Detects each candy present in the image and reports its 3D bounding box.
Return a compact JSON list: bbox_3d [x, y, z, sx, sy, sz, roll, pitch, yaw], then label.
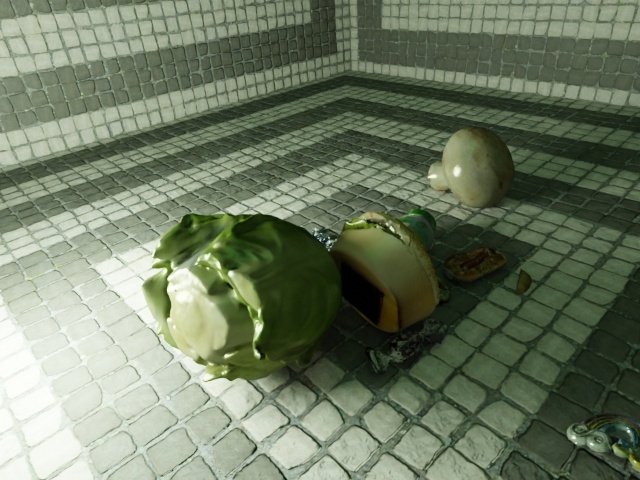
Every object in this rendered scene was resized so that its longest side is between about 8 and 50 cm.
[{"bbox_3d":[0.200,0.238,1.014,0.226,0.051,0.094,-22,25,-29],"label":"candy"}]

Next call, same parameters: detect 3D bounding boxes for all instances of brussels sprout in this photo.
[{"bbox_3d":[-0.150,0.107,1.007,0.425,0.343,0.361,23,24,29],"label":"brussels sprout"}]

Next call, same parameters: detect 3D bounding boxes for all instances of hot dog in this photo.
[{"bbox_3d":[0.437,0.066,1.251,0.191,0.059,0.108,-17,38,-23],"label":"hot dog"}]

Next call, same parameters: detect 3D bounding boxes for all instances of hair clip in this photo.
[{"bbox_3d":[0.543,0.361,0.779,0.116,0.049,0.172,-12,22,-37],"label":"hair clip"}]

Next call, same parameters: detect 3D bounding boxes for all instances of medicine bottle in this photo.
[{"bbox_3d":[0.251,0.012,1.288,0.133,0.134,0.274,14,35,27],"label":"medicine bottle"}]

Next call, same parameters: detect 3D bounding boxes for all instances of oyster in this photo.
[{"bbox_3d":[0.309,0.125,1.196,0.086,0.029,0.132,7,30,8],"label":"oyster"}]

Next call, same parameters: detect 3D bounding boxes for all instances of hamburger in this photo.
[{"bbox_3d":[0.153,0.075,1.052,0.170,0.302,0.302,-37,43,-23],"label":"hamburger"}]

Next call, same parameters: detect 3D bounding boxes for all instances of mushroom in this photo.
[{"bbox_3d":[0.538,-0.248,1.598,0.297,0.298,0.290,-34,5,-38],"label":"mushroom"}]

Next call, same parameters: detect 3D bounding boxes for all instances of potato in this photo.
[{"bbox_3d":[0.553,0.107,1.186,0.036,0.037,0.093,16,36,22],"label":"potato"}]

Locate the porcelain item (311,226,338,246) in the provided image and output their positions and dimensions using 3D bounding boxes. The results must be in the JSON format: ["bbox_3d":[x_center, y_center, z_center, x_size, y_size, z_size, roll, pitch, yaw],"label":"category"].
[{"bbox_3d":[0.000,0.000,1.443,0.075,0.021,0.136,-31,40,-29],"label":"porcelain item"}]

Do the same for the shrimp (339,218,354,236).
[{"bbox_3d":[0.088,0.008,1.349,0.079,0.090,0.233,-14,41,25],"label":"shrimp"}]
